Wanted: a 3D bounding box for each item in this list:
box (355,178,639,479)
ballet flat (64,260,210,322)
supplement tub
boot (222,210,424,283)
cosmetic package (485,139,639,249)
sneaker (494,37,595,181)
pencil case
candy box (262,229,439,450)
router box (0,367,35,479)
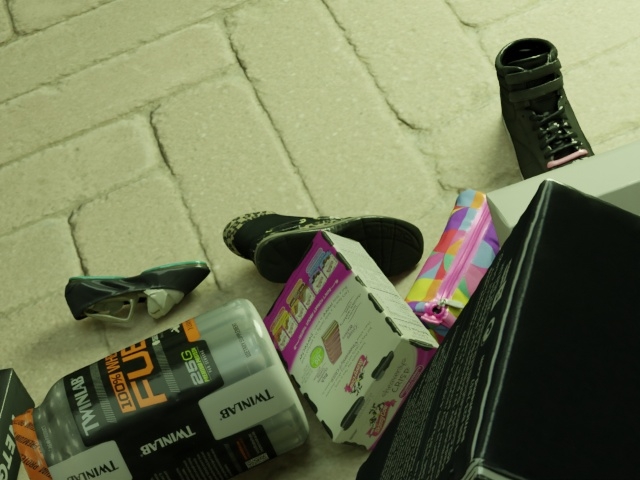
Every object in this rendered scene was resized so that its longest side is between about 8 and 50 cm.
[{"bbox_3d":[0.279,0.274,1.244,0.480,0.472,0.297,23,48,-2],"label":"box"},{"bbox_3d":[-0.246,0.076,2.097,0.203,0.074,0.074,-7,43,5],"label":"ballet flat"},{"bbox_3d":[-0.188,0.213,1.828,0.316,0.193,0.193,-25,42,-5],"label":"supplement tub"},{"bbox_3d":[-0.001,-0.002,2.052,0.236,0.085,0.178,-6,13,-22],"label":"boot"},{"bbox_3d":[0.399,-0.012,1.807,0.365,0.197,0.155,-21,17,0],"label":"cosmetic package"},{"bbox_3d":[0.299,-0.157,2.060,0.104,0.147,0.296,-19,43,-1],"label":"sneaker"},{"bbox_3d":[0.173,0.043,1.936,0.104,0.104,0.236,7,48,27],"label":"pencil case"},{"bbox_3d":[0.032,0.118,1.874,0.159,0.071,0.233,-58,39,19],"label":"candy box"},{"bbox_3d":[-0.509,0.312,1.933,0.243,0.081,0.309,-9,43,12],"label":"router box"}]
